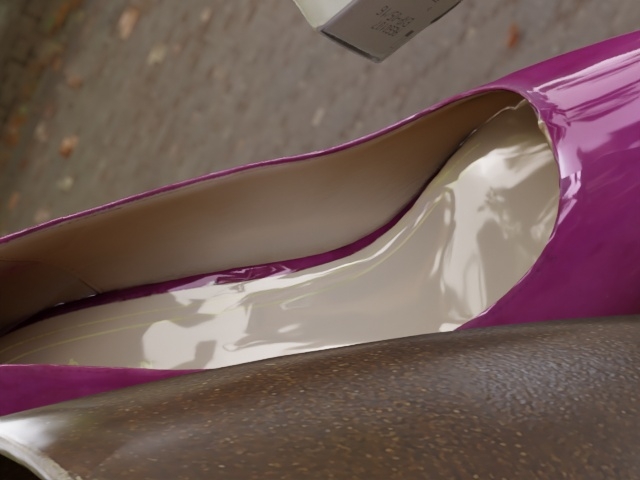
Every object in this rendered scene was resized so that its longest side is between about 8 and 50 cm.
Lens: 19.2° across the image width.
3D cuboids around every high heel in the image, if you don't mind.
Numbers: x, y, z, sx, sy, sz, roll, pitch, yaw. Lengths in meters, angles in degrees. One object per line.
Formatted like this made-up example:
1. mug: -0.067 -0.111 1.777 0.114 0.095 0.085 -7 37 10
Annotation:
1. high heel: 0.000 0.000 0.728 0.377 0.181 0.127 -34 52 12

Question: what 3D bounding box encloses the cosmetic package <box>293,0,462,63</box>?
1. cosmetic package: -0.011 -0.259 0.923 0.160 0.309 0.113 -38 -13 12

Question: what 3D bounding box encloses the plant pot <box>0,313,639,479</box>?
1. plant pot: 0.058 0.102 0.427 0.215 0.230 0.215 39 140 43
